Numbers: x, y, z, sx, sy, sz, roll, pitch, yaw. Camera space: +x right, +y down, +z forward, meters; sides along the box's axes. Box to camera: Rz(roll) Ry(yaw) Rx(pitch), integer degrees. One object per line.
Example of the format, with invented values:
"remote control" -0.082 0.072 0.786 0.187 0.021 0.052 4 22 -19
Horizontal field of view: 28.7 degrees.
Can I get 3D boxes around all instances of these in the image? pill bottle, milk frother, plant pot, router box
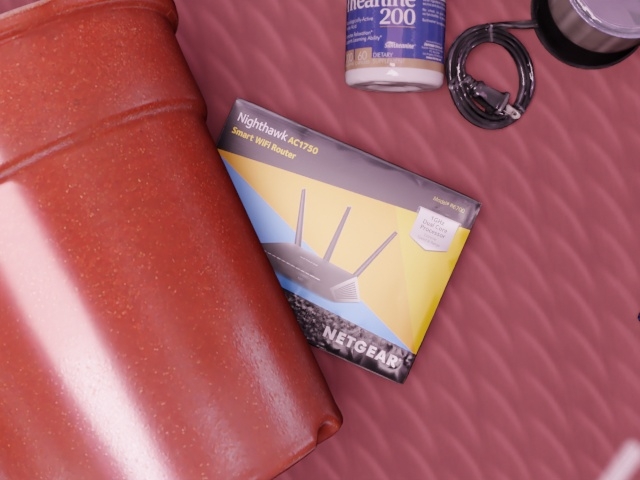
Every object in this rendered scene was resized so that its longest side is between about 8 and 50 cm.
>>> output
"pill bottle" 0.050 -0.161 0.832 0.067 0.067 0.120 1 90 2
"milk frother" 0.155 -0.137 0.796 0.129 0.135 0.143 17 90 2
"plant pot" -0.136 0.042 0.714 0.272 0.272 0.265 -31 87 1
"router box" 0.000 0.000 0.843 0.178 0.046 0.133 23 91 2

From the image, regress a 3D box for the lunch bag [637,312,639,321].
"lunch bag" 0.263 0.054 0.825 0.098 0.067 0.065 -39 88 2
